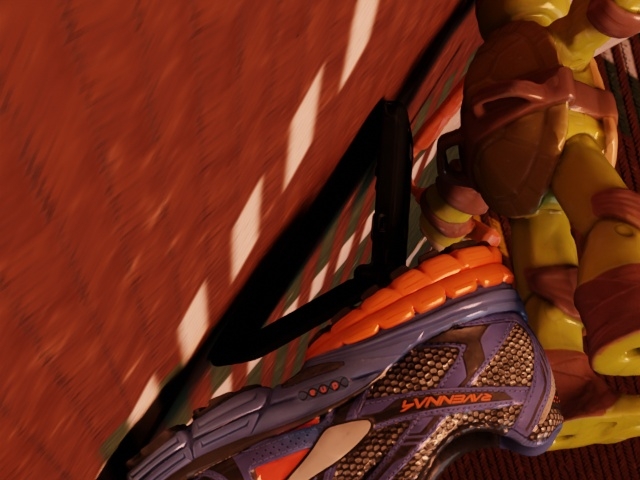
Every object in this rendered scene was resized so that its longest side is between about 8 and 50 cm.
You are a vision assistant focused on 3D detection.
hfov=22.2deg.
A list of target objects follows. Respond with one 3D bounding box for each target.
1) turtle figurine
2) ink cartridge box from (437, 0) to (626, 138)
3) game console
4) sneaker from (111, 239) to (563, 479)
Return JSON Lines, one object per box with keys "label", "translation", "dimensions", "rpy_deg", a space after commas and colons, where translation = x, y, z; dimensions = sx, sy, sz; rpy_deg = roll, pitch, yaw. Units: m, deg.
{"label": "turtle figurine", "translation": [0.100, -0.041, 0.650], "dimensions": [0.269, 0.087, 0.217], "rpy_deg": [-46, -136, 44]}
{"label": "ink cartridge box", "translation": [0.159, -0.170, 0.991], "dimensions": [0.224, 0.056, 0.181], "rpy_deg": [-28, 157, -38]}
{"label": "game console", "translation": [0.000, 0.000, 0.675], "dimensions": [0.122, 0.071, 0.107], "rpy_deg": [34, 60, -85]}
{"label": "sneaker", "translation": [-0.006, 0.090, 0.577], "dimensions": [0.221, 0.087, 0.083], "rpy_deg": [-35, 168, -6]}
